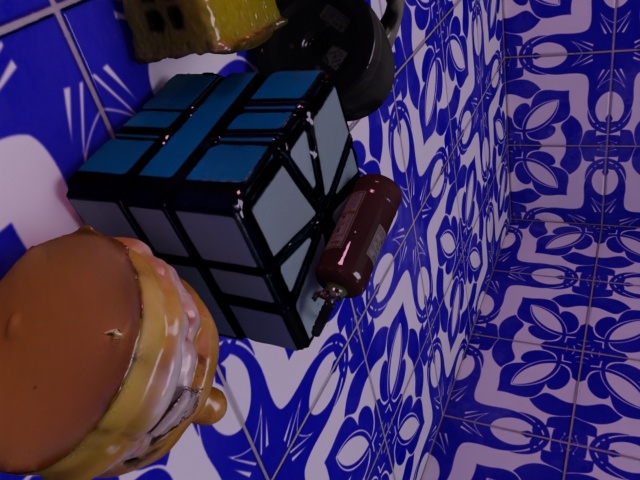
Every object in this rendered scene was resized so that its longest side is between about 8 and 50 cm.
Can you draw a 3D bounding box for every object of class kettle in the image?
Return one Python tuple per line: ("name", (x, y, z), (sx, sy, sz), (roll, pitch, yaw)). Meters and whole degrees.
("kettle", (0.060, -0.379, 1.151), (0.320, 0.228, 0.324), (-60, 163, 10))

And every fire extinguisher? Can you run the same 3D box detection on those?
("fire extinguisher", (0.041, 0.021, 0.791), (0.099, 0.071, 0.231), (109, 5, -59))

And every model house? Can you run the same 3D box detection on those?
("model house", (-0.171, -0.376, 0.790), (0.193, 0.175, 0.234), (-51, 140, -46))

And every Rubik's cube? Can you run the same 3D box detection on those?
("Rubik's cube", (-0.120, -0.050, 0.831), (0.288, 0.284, 0.293), (-59, 143, -38))

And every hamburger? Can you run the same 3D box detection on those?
("hamburger", (-0.236, 0.141, 0.673), (0.237, 0.277, 0.276), (43, 57, -56))
